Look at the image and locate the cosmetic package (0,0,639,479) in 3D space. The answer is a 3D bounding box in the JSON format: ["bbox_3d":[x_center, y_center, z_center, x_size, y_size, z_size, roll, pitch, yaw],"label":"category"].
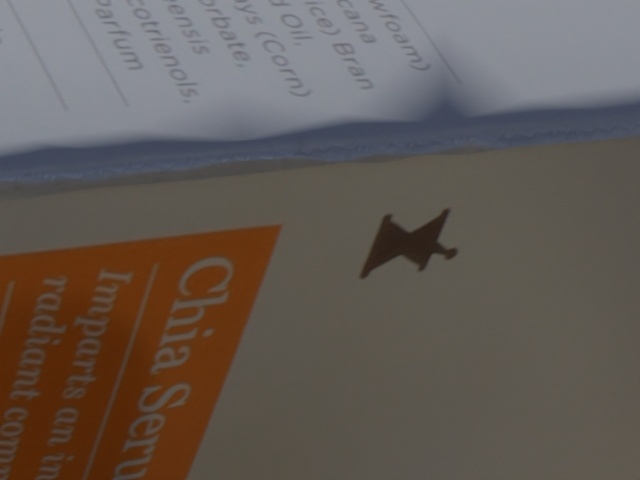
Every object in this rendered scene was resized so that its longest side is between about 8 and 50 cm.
[{"bbox_3d":[0.000,0.000,0.563,0.453,0.230,0.161,-8,48,-31],"label":"cosmetic package"}]
